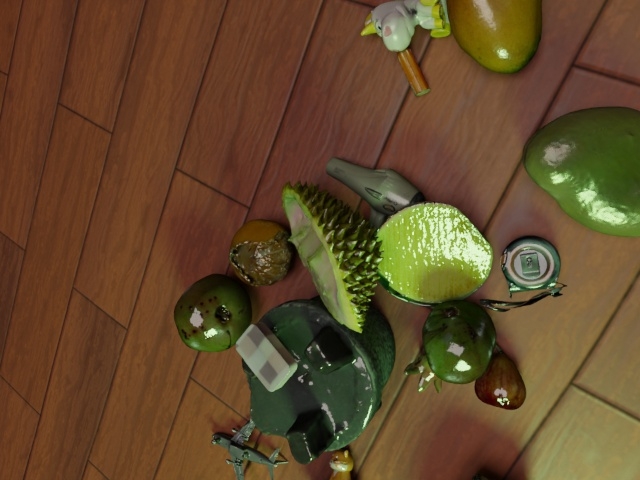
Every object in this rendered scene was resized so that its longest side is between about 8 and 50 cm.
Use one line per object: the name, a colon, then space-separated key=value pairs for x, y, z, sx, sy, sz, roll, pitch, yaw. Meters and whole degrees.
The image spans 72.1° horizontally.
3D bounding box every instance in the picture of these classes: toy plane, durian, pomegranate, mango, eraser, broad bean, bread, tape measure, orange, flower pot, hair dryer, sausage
toy plane: x=-0.191 y=0.524 z=1.097 sx=0.226 sy=0.058 sz=0.226 roll=7 pitch=83 yaw=24
durian: x=0.000 y=0.000 z=0.823 sx=0.169 sy=0.158 sz=0.352 roll=-56 pitch=37 yaw=17
pomegranate: x=0.237 y=0.202 z=0.823 sx=0.131 sy=0.152 sz=0.191 roll=38 pitch=131 yaw=9
mango: x=0.291 y=-0.393 z=0.739 sx=0.151 sy=0.120 sz=0.221 roll=-4 pitch=103 yaw=13
eraser: x=-0.091 y=0.192 z=0.732 sx=0.105 sy=0.026 sz=0.065 roll=47 pitch=112 yaw=21
broad bean: x=0.461 y=-0.114 z=0.705 sx=0.263 sy=0.121 sz=0.189 roll=29 pitch=103 yaw=5
bread: x=0.206 y=0.029 z=0.833 sx=0.228 sy=0.033 sz=0.229 roll=7 pitch=119 yaw=12
tape measure: x=0.341 y=0.053 z=0.741 sx=0.104 sy=0.179 sz=0.107 roll=-13 pitch=91 yaw=42
orange: x=-0.135 y=0.030 z=0.981 sx=0.156 sy=0.134 sz=0.157 roll=8 pitch=104 yaw=36
flower pot: x=-0.012 y=0.260 z=0.862 sx=0.298 sy=0.282 sz=0.299 roll=2 pitch=96 yaw=24
hair dryer: x=0.081 y=-0.075 z=0.911 sx=0.219 sy=0.088 sz=0.225 roll=50 pitch=128 yaw=20
pomegranate: x=-0.251 y=0.163 z=1.044 sx=0.179 sy=0.210 sz=0.179 roll=-3 pitch=106 yaw=-10
sausage: x=0.176 y=-0.331 z=0.851 sx=0.031 sy=0.031 sz=0.107 roll=-27 pitch=84 yaw=25

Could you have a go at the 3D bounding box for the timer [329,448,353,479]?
timer: x=0.042 y=0.540 z=0.970 sx=0.132 sy=0.132 sz=0.152 roll=-2 pitch=71 yaw=25

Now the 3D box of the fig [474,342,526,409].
fig: x=0.336 y=0.245 z=0.816 sx=0.088 sy=0.089 sz=0.125 roll=3 pitch=74 yaw=25

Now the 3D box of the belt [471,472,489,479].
belt: x=0.290 y=0.574 z=0.794 sx=0.150 sy=0.207 sz=0.258 roll=23 pitch=97 yaw=24

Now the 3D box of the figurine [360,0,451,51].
figurine: x=0.160 y=-0.420 z=0.827 sx=0.178 sy=0.109 sz=0.130 roll=-21 pitch=60 yaw=26
